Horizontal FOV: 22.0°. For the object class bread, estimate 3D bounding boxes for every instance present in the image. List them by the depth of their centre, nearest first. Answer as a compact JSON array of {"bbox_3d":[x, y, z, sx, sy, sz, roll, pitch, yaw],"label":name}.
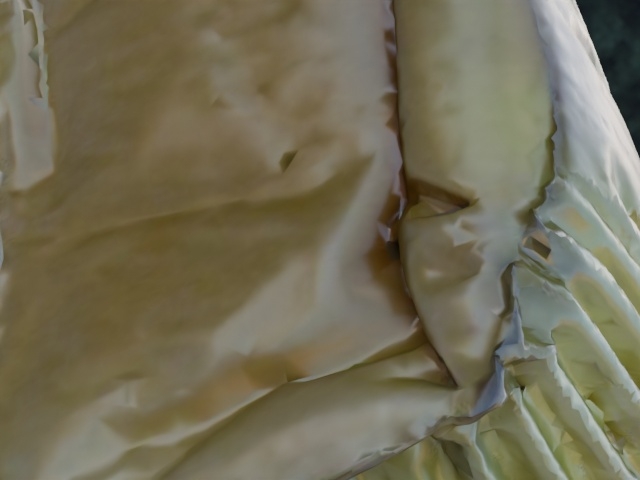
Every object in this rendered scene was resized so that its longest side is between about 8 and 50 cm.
[{"bbox_3d":[0.000,0.000,0.513,0.156,0.204,0.288,58,12,-46],"label":"bread"}]
